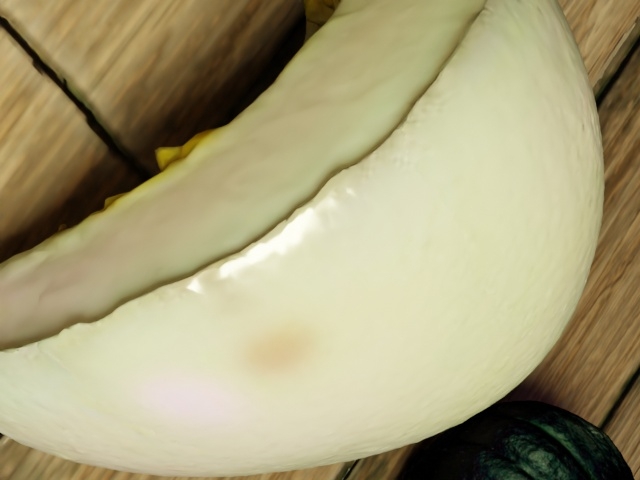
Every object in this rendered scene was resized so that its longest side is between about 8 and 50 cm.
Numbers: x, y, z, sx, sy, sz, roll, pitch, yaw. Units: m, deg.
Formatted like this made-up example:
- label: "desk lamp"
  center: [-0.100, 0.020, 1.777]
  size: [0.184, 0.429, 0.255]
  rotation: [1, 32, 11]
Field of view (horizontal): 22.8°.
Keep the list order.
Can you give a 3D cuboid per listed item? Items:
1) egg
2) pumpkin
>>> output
- label: "egg"
  center: [0.010, 0.004, 0.588]
  size: [0.271, 0.206, 0.162]
  rotation: [-52, 122, -31]
- label: "pumpkin"
  center: [0.104, 0.181, 0.893]
  size: [0.194, 0.150, 0.194]
  rotation: [17, 90, -88]
